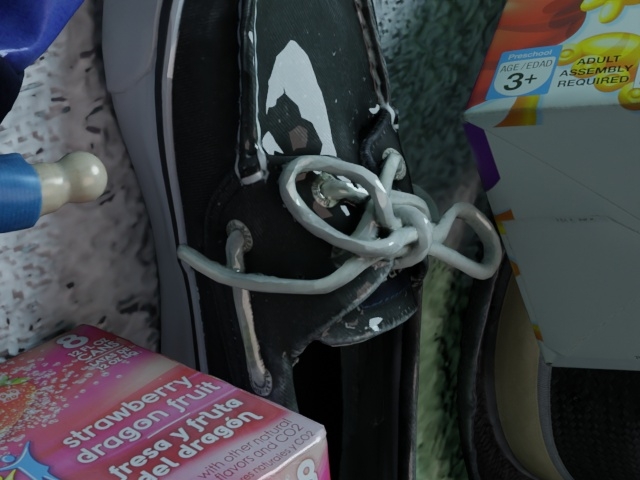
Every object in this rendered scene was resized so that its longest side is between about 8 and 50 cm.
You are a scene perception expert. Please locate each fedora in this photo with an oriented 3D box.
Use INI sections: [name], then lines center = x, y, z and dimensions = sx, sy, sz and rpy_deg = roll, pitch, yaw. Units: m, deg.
[fedora]
center = 0.224, 0.052, 0.673
dimensions = 0.334, 0.152, 0.334
rpy_deg = -20, 118, -44

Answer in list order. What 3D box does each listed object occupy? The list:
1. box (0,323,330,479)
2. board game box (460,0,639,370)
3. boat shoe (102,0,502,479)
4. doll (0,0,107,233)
[box]
center = -0.119, 0.139, 0.331
dimensions = 0.257, 0.122, 0.128
rpy_deg = -28, 124, -41
[board game box]
center = 0.175, -0.095, 0.510
dimensions = 0.142, 0.144, 0.275
rpy_deg = 64, 37, -39
[boat shoe]
center = -0.003, 0.001, 0.428
dimensions = 0.113, 0.105, 0.306
rpy_deg = -14, 114, -46
[doll]
center = -0.108, -0.053, 0.328
dimensions = 0.129, 0.046, 0.189
rpy_deg = 40, 74, -29
